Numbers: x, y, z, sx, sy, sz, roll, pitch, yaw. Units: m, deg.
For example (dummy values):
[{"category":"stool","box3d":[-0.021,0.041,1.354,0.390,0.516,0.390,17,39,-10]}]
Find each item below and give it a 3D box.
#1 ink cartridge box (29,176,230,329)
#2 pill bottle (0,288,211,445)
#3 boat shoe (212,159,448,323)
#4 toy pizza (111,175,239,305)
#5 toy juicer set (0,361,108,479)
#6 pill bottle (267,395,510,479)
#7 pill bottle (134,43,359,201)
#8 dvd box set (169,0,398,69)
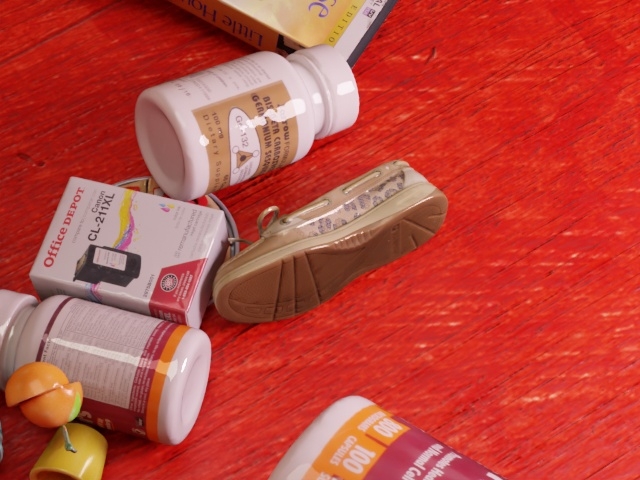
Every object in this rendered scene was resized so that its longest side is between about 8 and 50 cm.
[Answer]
[{"category":"ink cartridge box","box3d":[-0.198,0.019,1.562,0.175,0.072,0.127,13,63,10]},{"category":"pill bottle","box3d":[-0.231,0.123,1.501,0.221,0.121,0.121,13,57,10]},{"category":"boat shoe","box3d":[0.000,0.000,1.598,0.285,0.104,0.089,-23,53,-25]},{"category":"toy pizza","box3d":[-0.189,0.006,1.632,0.201,0.032,0.201,-1,56,1]},{"category":"toy juicer set","box3d":[-0.372,0.158,1.429,0.329,0.209,0.089,12,53,10]},{"category":"pill bottle","box3d":[0.138,0.320,1.297,0.392,0.224,0.224,28,61,19]},{"category":"pill bottle","box3d":[-0.078,-0.138,1.658,0.229,0.131,0.131,-22,58,-27]},{"category":"dvd box set","box3d":[-0.086,-0.398,1.838,0.420,0.062,0.307,30,63,8]}]
